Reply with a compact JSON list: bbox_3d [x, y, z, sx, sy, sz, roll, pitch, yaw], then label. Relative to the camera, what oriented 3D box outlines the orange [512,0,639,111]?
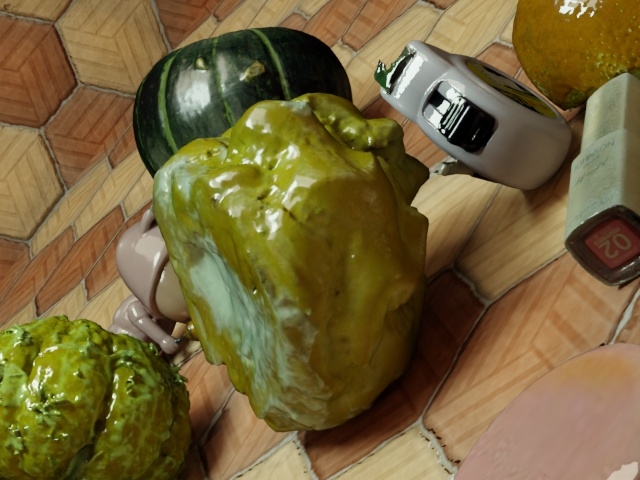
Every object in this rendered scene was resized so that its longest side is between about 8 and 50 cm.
[{"bbox_3d":[0.300,-0.241,1.810,0.179,0.158,0.237,-50,17,-18],"label":"orange"}]

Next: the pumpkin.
[{"bbox_3d":[-0.110,-0.179,2.437,0.323,0.241,0.323,-20,-3,-1],"label":"pumpkin"}]

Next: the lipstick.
[{"bbox_3d":[0.283,-0.066,1.618,0.079,0.077,0.253,-37,21,30],"label":"lipstick"}]

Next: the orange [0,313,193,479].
[{"bbox_3d":[-0.305,0.202,2.059,0.300,0.301,0.223,-25,48,61],"label":"orange"}]

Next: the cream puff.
[{"bbox_3d":[0.000,0.000,1.814,0.276,0.378,0.378,-21,8,-22],"label":"cream puff"}]

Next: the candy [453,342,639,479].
[{"bbox_3d":[0.192,0.194,1.265,0.255,0.094,0.255,-43,19,18],"label":"candy"}]

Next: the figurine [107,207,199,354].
[{"bbox_3d":[-0.219,0.095,2.402,0.176,0.186,0.287,17,-83,-65],"label":"figurine"}]

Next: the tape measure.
[{"bbox_3d":[0.173,-0.122,1.817,0.105,0.196,0.178,-58,43,16],"label":"tape measure"}]
